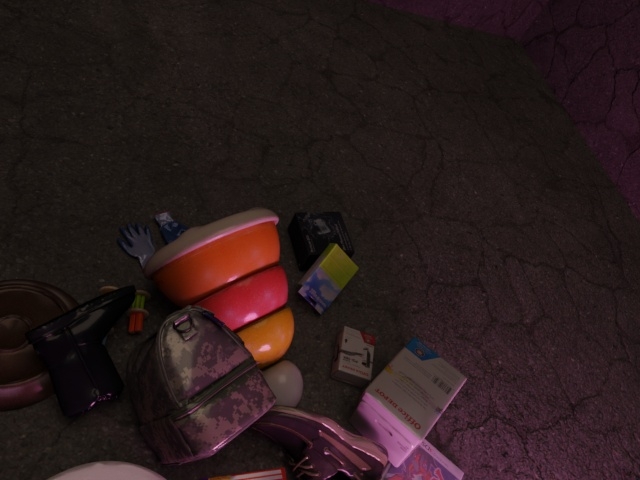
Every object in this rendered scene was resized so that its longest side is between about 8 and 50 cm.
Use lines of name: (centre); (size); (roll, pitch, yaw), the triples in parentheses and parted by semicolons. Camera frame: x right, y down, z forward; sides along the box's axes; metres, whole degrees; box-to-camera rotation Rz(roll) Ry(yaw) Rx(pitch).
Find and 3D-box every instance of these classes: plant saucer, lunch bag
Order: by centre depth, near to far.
lunch bag: (-0.268, 0.285, 1.036); (0.212, 0.305, 0.256); (-32, 89, -39)
plant saucer: (-0.668, 0.209, 1.103); (0.310, 0.050, 0.311); (13, 52, -17)

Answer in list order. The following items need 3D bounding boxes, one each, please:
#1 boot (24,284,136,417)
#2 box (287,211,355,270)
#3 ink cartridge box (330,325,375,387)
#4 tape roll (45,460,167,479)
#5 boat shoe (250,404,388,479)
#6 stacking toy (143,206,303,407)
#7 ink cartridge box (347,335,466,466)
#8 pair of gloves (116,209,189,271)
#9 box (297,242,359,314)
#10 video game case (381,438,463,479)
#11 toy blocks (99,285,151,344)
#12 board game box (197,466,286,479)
boot: (-0.477, 0.235, 1.104); (0.246, 0.094, 0.207); (-32, 103, -43)
box: (0.000, 0.000, 1.550); (0.158, 0.093, 0.156); (-3, 57, -26)
ink cartridge box: (0.090, 0.315, 1.378); (0.099, 0.056, 0.135); (21, 49, -11)
tape roll: (-0.407, 0.607, 0.910); (0.391, 0.072, 0.393); (13, 51, -17)
boat shoe: (-0.002, 0.478, 1.145); (0.355, 0.132, 0.130); (27, 54, -15)
stacking toy: (-0.180, 0.192, 1.240); (0.350, 0.350, 0.481); (-23, 87, -36)
ink cartridge box: (0.216, 0.403, 1.282); (0.171, 0.168, 0.232); (38, 48, 21)
pair of gloves: (-0.441, -0.003, 1.388); (0.198, 0.023, 0.159); (-24, 70, -36)
box: (0.017, 0.109, 1.450); (0.109, 0.042, 0.178); (47, 72, -21)
video game case: (0.246, 0.597, 1.262); (0.183, 0.023, 0.201); (40, 49, 7)
toy blocks: (-0.473, 0.189, 1.205); (0.123, 0.054, 0.148); (10, 52, -19)
board game box: (-0.160, 0.571, 1.072); (0.193, 0.045, 0.147); (2, 55, -24)
